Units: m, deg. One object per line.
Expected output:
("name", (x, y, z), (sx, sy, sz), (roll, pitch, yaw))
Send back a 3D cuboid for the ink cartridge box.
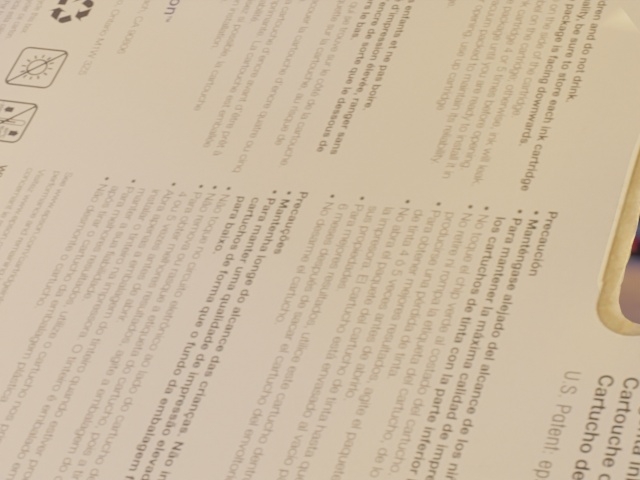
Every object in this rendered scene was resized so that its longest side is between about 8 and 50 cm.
("ink cartridge box", (0.000, 0.000, 0.559), (0.330, 0.324, 0.071), (7, -37, 23))
